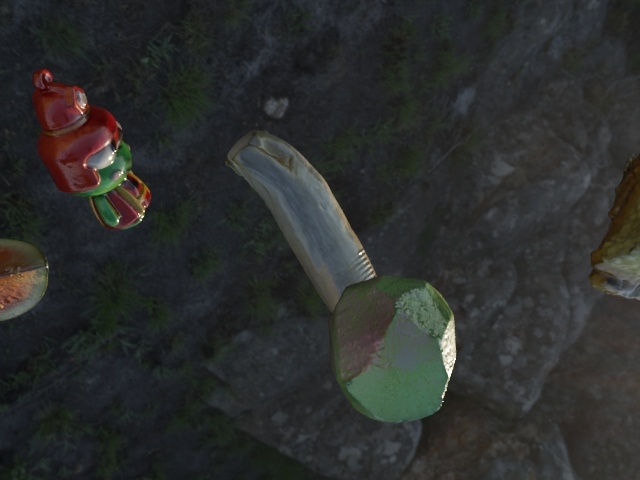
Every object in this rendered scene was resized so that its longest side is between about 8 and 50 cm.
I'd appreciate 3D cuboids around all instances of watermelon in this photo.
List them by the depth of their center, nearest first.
[{"bbox_3d":[-0.591,0.054,0.942,0.303,0.128,0.159,-9,154,-11],"label":"watermelon"}]

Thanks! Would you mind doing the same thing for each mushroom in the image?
[{"bbox_3d":[0.000,0.000,0.785,0.095,0.351,0.123,-33,-173,31],"label":"mushroom"}]

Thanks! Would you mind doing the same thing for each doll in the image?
[{"bbox_3d":[-0.476,-0.180,1.153,0.160,0.183,0.363,-6,133,9],"label":"doll"}]

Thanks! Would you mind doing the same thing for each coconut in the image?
[{"bbox_3d":[0.043,0.060,0.340,0.082,0.083,0.081,-52,179,4],"label":"coconut"}]

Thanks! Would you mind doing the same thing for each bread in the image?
[{"bbox_3d":[0.285,-0.028,0.433,0.127,0.147,0.152,13,69,-21],"label":"bread"}]
